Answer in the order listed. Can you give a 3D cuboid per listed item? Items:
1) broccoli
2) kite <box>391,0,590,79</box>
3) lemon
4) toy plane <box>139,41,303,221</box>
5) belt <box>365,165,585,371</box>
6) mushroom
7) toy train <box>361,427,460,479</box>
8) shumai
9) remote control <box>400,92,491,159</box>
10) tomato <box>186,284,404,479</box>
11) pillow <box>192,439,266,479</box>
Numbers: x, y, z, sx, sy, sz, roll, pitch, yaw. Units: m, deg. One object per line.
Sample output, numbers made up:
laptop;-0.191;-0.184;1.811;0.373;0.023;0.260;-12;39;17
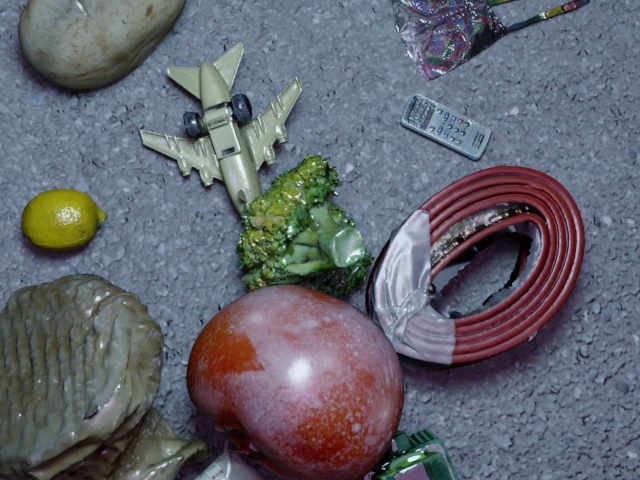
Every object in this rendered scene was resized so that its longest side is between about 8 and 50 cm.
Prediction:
broccoli;0.000;0.000;1.684;0.194;0.194;0.219;1;92;-5
kite;0.242;-0.336;1.858;0.285;0.015;0.152;-20;83;-9
lemon;-0.332;-0.027;1.718;0.111;0.082;0.082;-5;81;0
toy plane;-0.121;-0.133;1.753;0.229;0.092;0.244;-18;79;8
belt;0.196;0.047;1.739;0.324;0.115;0.227;-40;85;-10
mushroom;-0.292;-0.329;1.719;0.195;0.189;0.253;45;76;0
toy train;0.154;0.391;1.645;0.139;0.178;0.330;-22;84;-8
shumai;-0.271;0.201;1.644;0.267;0.262;0.314;-43;43;1
remote control;0.172;-0.156;1.820;0.124;0.018;0.053;27;78;-1
tomato;-0.022;0.174;1.620;0.270;0.270;0.227;36;72;1
pillow;-0.159;0.386;1.664;0.254;0.078;0.144;-43;109;-11
